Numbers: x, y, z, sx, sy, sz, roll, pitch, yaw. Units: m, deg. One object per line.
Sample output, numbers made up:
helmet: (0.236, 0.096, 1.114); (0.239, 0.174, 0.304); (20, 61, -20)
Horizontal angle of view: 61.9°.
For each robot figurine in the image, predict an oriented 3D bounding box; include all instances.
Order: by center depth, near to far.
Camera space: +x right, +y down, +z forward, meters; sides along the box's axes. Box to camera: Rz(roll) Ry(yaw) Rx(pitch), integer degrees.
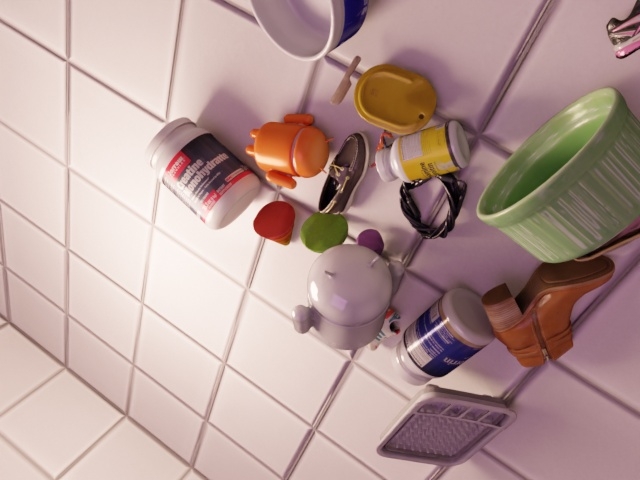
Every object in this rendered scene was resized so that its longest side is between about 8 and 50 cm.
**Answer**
robot figurine: (0.068, 0.139, 1.299); (0.200, 0.300, 0.353); (56, 164, 26)
robot figurine: (-0.073, -0.219, 1.300); (0.219, 0.158, 0.128); (13, 138, 26)

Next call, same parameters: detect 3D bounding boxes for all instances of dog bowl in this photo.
dog bowl: (-0.033, -0.504, 1.064); (0.265, 0.104, 0.265); (38, 152, 24)

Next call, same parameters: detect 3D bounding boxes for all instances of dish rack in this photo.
dish rack: (0.325, 0.495, 1.437); (0.285, 0.072, 0.333); (14, 130, -15)

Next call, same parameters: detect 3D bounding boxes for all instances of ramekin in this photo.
ramekin: (0.439, -0.104, 0.938); (0.148, 0.303, 0.303); (41, 131, -5)

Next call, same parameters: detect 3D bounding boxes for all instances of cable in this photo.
cable: (0.248, -0.084, 1.227); (0.150, 0.047, 0.185); (24, 127, 19)

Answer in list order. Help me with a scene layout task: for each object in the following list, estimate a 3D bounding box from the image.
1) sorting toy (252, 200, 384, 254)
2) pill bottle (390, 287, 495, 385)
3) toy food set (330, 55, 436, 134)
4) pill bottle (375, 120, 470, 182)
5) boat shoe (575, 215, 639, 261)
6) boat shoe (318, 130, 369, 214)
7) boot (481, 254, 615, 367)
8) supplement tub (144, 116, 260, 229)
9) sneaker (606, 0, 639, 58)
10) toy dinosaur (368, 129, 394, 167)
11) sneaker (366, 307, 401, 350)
sorting toy: (0.000, 0.000, 1.420); (0.365, 0.127, 0.126); (13, 152, 23)
pill bottle: (0.295, 0.246, 1.319); (0.153, 0.153, 0.265); (41, 131, 5)
toy food set: (0.147, -0.309, 1.156); (0.217, 0.071, 0.128); (27, 104, 15)
pill bottle: (0.217, -0.183, 1.143); (0.184, 0.103, 0.103); (-13, 109, 31)
boat shoe: (0.596, -0.052, 0.996); (0.104, 0.089, 0.285); (43, 130, 5)
boat shoe: (0.052, -0.155, 1.280); (0.081, 0.068, 0.228); (53, 139, 39)
boot: (0.519, 0.164, 1.163); (0.283, 0.109, 0.220); (-29, 114, 17)
supplement tub: (-0.315, -0.179, 1.436); (0.272, 0.191, 0.191); (43, 130, 4)
sneaker: (0.547, -0.376, 0.856); (0.178, 0.072, 0.077); (-33, 86, 35)
toy dinosaur: (0.143, -0.210, 1.205); (0.047, 0.090, 0.082); (34, 174, 24)
sneaker: (0.175, 0.253, 1.461); (0.075, 0.057, 0.161); (27, 125, 24)
